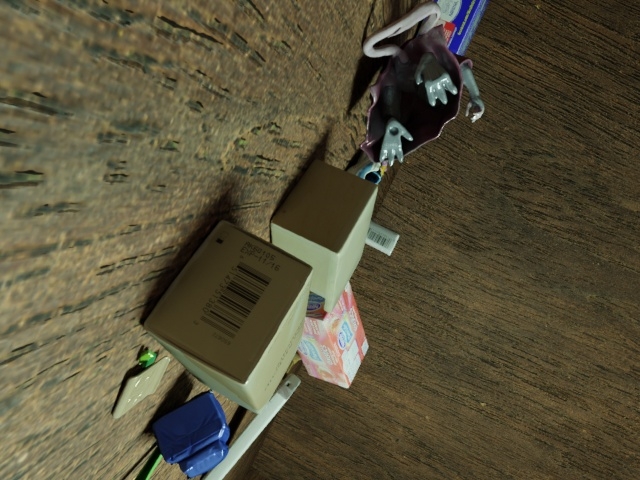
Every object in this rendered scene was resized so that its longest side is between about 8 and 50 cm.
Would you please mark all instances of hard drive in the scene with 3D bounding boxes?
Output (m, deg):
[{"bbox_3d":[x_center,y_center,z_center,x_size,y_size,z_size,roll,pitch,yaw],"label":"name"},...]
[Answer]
[{"bbox_3d":[-0.206,0.575,1.332,0.353,0.047,0.233,-51,171,1],"label":"hard drive"}]

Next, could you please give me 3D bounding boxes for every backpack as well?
[{"bbox_3d":[-0.183,0.287,0.641,0.097,0.101,0.120,-20,161,-17],"label":"backpack"}]

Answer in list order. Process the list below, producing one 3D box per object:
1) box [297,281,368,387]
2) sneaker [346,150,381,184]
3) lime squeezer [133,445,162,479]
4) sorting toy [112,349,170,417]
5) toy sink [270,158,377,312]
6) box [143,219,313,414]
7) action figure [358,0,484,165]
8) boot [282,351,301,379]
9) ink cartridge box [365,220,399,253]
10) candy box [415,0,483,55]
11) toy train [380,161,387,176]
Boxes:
[{"bbox_3d":[0.017,0.248,1.211,0.154,0.142,0.300,-56,141,-38],"label":"box"},{"bbox_3d":[0.128,-0.190,1.128,0.237,0.086,0.085,-58,169,-37],"label":"sneaker"},{"bbox_3d":[-0.248,0.319,0.523,0.110,0.058,0.310,-61,170,-13],"label":"lime squeezer"},{"bbox_3d":[-0.192,0.147,0.478,0.083,0.012,0.062,-62,167,15],"label":"sorting toy"},{"bbox_3d":[0.000,0.000,0.786,0.153,0.131,0.234,-58,165,-28],"label":"toy sink"},{"bbox_3d":[-0.101,0.123,0.577,0.148,0.121,0.311,-59,171,-24],"label":"box"},{"bbox_3d":[0.158,-0.310,0.842,0.276,0.247,0.370,58,31,-30],"label":"action figure"},{"bbox_3d":[-0.073,0.304,1.436,0.211,0.104,0.295,-62,178,-48],"label":"boot"},{"bbox_3d":[0.107,-0.022,1.157,0.066,0.188,0.232,-61,172,-7],"label":"ink cartridge box"},{"bbox_3d":[0.344,-0.562,1.165,0.317,0.122,0.268,-45,159,-62],"label":"candy box"},{"bbox_3d":[0.201,-0.267,1.483,0.166,0.046,0.125,-57,163,-36],"label":"toy train"}]
